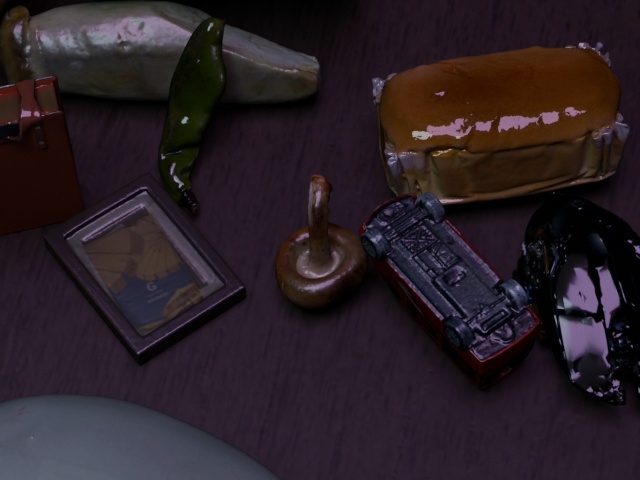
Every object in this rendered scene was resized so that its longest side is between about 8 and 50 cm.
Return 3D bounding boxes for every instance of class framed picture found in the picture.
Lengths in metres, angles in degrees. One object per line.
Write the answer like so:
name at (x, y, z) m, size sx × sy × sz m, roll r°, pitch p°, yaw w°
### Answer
framed picture at (-0.172, 0.025, 1.809) m, size 0.128 × 0.023 × 0.168 m, roll -33°, pitch 64°, yaw -18°

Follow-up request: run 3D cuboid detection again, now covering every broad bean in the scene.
broad bean at (-0.129, -0.127, 1.851) m, size 0.061 × 0.046 × 0.195 m, roll 12°, pitch 96°, yaw 40°

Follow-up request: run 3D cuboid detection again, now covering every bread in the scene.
bread at (0.177, -0.118, 1.838) m, size 0.241 × 0.107 × 0.136 m, roll -7°, pitch 48°, yaw -2°

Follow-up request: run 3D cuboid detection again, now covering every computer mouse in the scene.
computer mouse at (0.262, 0.047, 1.761) m, size 0.147 × 0.077 × 0.241 m, roll -12°, pitch 59°, yaw -5°

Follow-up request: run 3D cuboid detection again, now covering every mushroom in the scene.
mushroom at (-0.167, -0.192, 1.900) m, size 0.333 × 0.107 × 0.087 m, roll 0°, pitch 23°, yaw 2°
mushroom at (0.004, 0.001, 1.788) m, size 0.088 × 0.073 × 0.129 m, roll 6°, pitch 92°, yaw 20°

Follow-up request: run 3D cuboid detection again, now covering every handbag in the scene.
handbag at (-0.299, -0.077, 1.775) m, size 0.127 × 0.190 × 0.062 m, roll -12°, pitch 61°, yaw -6°

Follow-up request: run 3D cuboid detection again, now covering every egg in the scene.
egg at (-0.161, 0.254, 1.549) m, size 0.371 × 0.230 × 0.230 m, roll 17°, pitch 60°, yaw 5°

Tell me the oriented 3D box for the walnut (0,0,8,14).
walnut at (-0.456, -0.314, 1.865) m, size 0.306 × 0.306 × 0.344 m, roll -24°, pitch 48°, yaw -13°

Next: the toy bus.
toy bus at (0.118, 0.045, 1.755) m, size 0.081 × 0.089 × 0.195 m, roll -34°, pitch 65°, yaw -19°

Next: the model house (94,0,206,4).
model house at (-0.136, -0.425, 1.925) m, size 0.335 × 0.342 × 0.382 m, roll -6°, pitch 50°, yaw 6°
